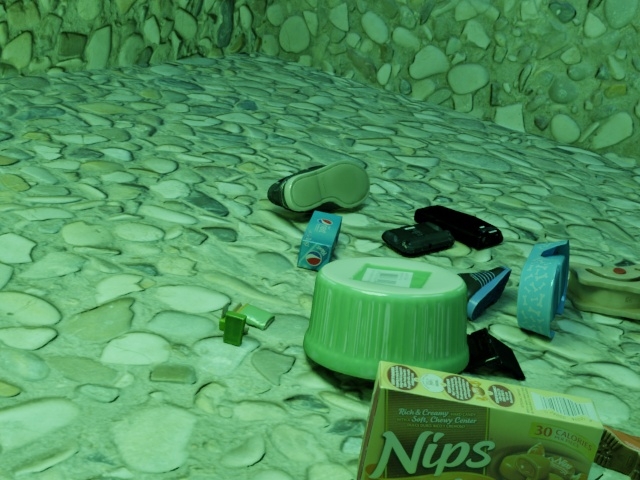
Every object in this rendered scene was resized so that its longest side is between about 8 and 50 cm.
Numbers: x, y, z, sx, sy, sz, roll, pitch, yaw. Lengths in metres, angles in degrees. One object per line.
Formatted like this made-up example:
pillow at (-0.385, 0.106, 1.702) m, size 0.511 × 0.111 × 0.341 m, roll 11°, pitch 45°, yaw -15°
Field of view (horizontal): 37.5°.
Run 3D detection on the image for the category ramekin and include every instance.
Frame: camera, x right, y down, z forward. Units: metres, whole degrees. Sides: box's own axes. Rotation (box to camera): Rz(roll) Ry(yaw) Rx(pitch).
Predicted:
ramekin at (0.123, 0.131, 1.697) m, size 0.303 × 0.148 × 0.303 m, roll 3°, pitch 13°, yaw -1°

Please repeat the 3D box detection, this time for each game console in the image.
game console at (0.321, 0.227, 1.806) m, size 0.107 × 0.071 × 0.122 m, roll -20°, pitch 21°, yaw 5°
game console at (0.287, -0.022, 2.381) m, size 0.361 × 0.044 × 0.213 m, roll -11°, pitch 28°, yaw -44°

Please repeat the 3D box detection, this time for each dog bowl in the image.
dog bowl at (0.478, 0.097, 2.016) m, size 0.074 × 0.166 × 0.297 m, roll 6°, pitch 19°, yaw 20°

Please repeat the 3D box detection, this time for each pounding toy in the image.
pounding toy at (0.698, 0.078, 2.135) m, size 0.269 × 0.155 × 0.154 m, roll 9°, pitch 23°, yaw 12°

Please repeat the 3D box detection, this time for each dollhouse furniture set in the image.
dollhouse furniture set at (-0.139, 0.137, 1.756) m, size 0.076 × 0.059 × 0.151 m, roll 16°, pitch 22°, yaw 13°

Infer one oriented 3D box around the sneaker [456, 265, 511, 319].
sneaker at (0.339, 0.097, 2.047) m, size 0.090 × 0.081 × 0.232 m, roll 28°, pitch 28°, yaw 22°

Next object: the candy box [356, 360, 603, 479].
candy box at (0.221, 0.296, 1.350) m, size 0.316 × 0.183 × 0.087 m, roll 11°, pitch 21°, yaw 1°

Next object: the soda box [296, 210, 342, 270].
soda box at (0.000, 0.000, 2.154) m, size 0.071 × 0.067 × 0.210 m, roll 12°, pitch 22°, yaw 4°

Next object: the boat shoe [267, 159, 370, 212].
boat shoe at (-0.005, -0.131, 2.421) m, size 0.113 × 0.127 × 0.340 m, roll -2°, pitch 12°, yaw 40°

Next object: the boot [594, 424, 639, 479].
boot at (0.495, 0.340, 1.547) m, size 0.157 × 0.059 × 0.084 m, roll 30°, pitch 24°, yaw 23°
